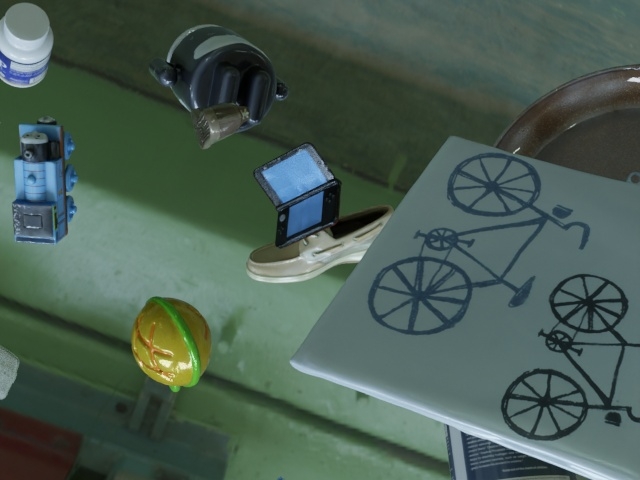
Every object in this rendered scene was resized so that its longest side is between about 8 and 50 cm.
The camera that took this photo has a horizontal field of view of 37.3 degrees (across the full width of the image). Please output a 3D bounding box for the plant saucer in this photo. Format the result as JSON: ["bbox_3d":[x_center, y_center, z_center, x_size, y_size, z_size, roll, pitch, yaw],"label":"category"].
[{"bbox_3d":[0.309,-0.036,0.953,0.311,0.310,0.050,-24,147,16],"label":"plant saucer"}]

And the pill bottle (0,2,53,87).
[{"bbox_3d":[-0.593,-0.392,1.894,0.112,0.112,0.187,31,155,-10],"label":"pill bottle"}]

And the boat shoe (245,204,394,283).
[{"bbox_3d":[0.000,0.000,1.814,0.302,0.109,0.098,-13,125,-3],"label":"boat shoe"}]

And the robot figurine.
[{"bbox_3d":[-0.186,-0.299,1.761,0.173,0.278,0.209,-44,125,-1],"label":"robot figurine"}]

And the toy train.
[{"bbox_3d":[-0.403,-0.085,1.381,0.080,0.105,0.184,4,108,2],"label":"toy train"}]

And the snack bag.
[{"bbox_3d":[0.197,0.046,0.785,0.342,0.323,0.037,17,138,24],"label":"snack bag"}]

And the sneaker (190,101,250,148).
[{"bbox_3d":[-0.156,-0.182,1.485,0.071,0.188,0.066,-16,101,-13],"label":"sneaker"}]

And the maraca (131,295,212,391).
[{"bbox_3d":[-0.201,0.140,1.257,0.127,0.099,0.185,62,152,10],"label":"maraca"}]

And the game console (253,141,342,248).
[{"bbox_3d":[-0.044,-0.073,1.580,0.144,0.124,0.085,-24,139,38],"label":"game console"}]

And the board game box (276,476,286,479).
[{"bbox_3d":[-0.027,0.440,1.425,0.160,0.039,0.211,35,148,5],"label":"board game box"}]

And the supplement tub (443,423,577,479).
[{"bbox_3d":[0.289,0.309,1.471,0.191,0.272,0.191,-4,157,-2],"label":"supplement tub"}]

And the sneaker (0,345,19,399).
[{"bbox_3d":[-0.297,0.089,0.557,0.131,0.148,0.350,18,162,16],"label":"sneaker"}]
